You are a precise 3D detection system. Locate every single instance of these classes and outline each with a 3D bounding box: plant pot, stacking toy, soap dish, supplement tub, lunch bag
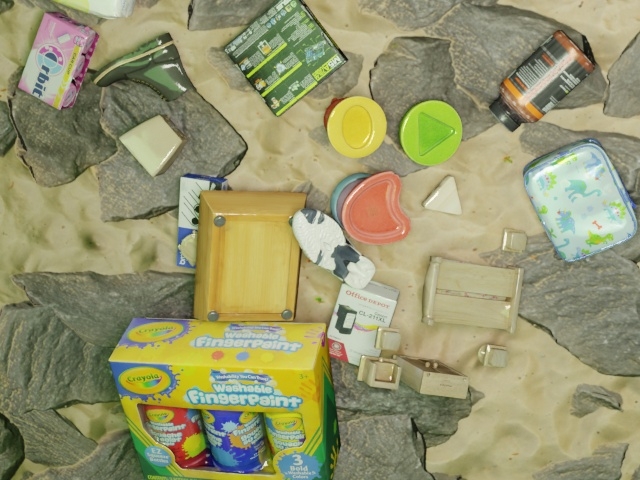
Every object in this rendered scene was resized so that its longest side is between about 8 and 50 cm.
[{"bbox_3d":[-0.348,-0.211,1.820,0.096,0.109,0.109,-40,95,7],"label":"plant pot"},{"bbox_3d":[0.141,-0.161,1.753,0.279,0.130,0.309,-10,109,-12],"label":"stacking toy"},{"bbox_3d":[-0.148,0.042,1.804,0.228,0.118,0.291,1,109,-13],"label":"soap dish"},{"bbox_3d":[0.417,-0.299,1.625,0.106,0.106,0.198,46,109,-4],"label":"supplement tub"},{"bbox_3d":[0.515,-0.080,1.677,0.176,0.090,0.219,-26,99,19],"label":"lunch bag"}]

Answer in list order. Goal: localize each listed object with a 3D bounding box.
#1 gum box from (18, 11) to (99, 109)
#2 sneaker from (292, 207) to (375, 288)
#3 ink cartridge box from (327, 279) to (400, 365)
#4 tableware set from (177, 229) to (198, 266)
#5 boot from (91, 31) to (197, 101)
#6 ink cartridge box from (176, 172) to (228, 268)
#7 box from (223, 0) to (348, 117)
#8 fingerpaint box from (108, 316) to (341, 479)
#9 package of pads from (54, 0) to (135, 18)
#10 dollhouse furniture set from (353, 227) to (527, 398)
[{"bbox_3d":[-0.562,-0.392,1.829,0.107,0.062,0.188,29,110,2],"label":"gum box"},{"bbox_3d":[0.000,0.000,1.768,0.235,0.153,0.094,35,88,-35],"label":"sneaker"},{"bbox_3d":[0.088,0.177,1.854,0.127,0.072,0.175,18,110,7],"label":"ink cartridge box"},{"bbox_3d":[-0.216,0.000,1.850,0.141,0.020,0.169,36,98,-21],"label":"tableware set"},{"bbox_3d":[-0.375,-0.336,1.804,0.197,0.077,0.137,-23,105,18],"label":"boot"},{"bbox_3d":[-0.262,-0.039,1.879,0.097,0.046,0.207,9,108,10],"label":"ink cartridge box"},{"bbox_3d":[-0.072,-0.381,1.739,0.190,0.045,0.184,-37,98,18],"label":"box"},{"bbox_3d":[-0.198,0.366,1.875,0.444,0.163,0.371,1,123,11],"label":"fingerpaint box"},{"bbox_3d":[-0.495,-0.579,1.666,0.296,0.101,0.229,18,109,5],"label":"package of pads"},{"bbox_3d":[0.237,0.131,1.778,0.303,0.174,0.356,9,91,-16],"label":"dollhouse furniture set"}]
